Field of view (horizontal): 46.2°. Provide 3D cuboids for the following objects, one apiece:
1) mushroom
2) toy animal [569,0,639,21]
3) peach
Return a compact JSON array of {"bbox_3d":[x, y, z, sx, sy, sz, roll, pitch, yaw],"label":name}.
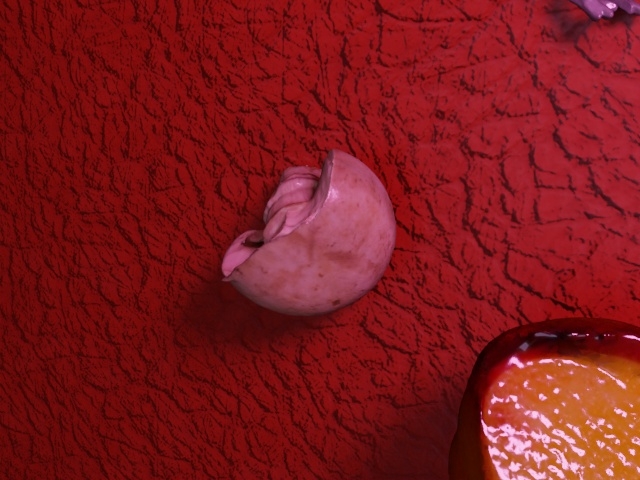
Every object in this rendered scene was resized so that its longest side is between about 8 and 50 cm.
[{"bbox_3d":[0.000,0.000,1.055,0.253,0.195,0.189,-37,115,23],"label":"mushroom"},{"bbox_3d":[0.326,-0.349,0.830,0.367,0.081,0.206,29,137,47],"label":"toy animal"},{"bbox_3d":[0.325,0.280,0.835,0.335,0.310,0.406,-41,69,-8],"label":"peach"}]
